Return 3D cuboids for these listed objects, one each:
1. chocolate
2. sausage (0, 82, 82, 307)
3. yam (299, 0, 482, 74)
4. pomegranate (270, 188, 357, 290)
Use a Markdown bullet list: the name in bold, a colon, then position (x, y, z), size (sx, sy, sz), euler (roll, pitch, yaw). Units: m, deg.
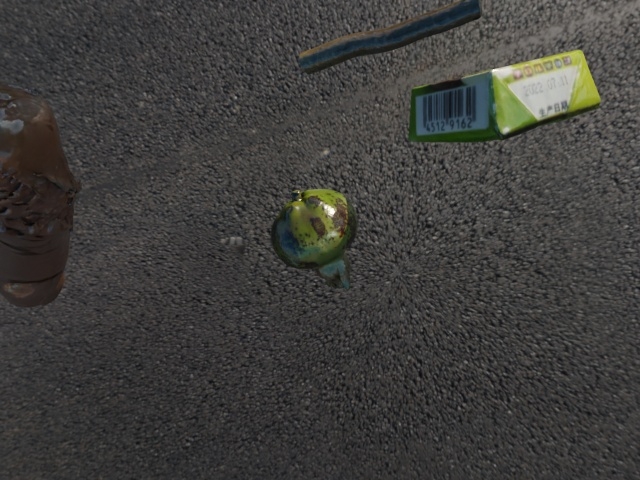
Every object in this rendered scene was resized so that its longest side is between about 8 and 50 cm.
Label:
- **chocolate**: position (0.385, -0.310, 1.037), size (0.289, 0.301, 0.137), euler (-19, 108, -21)
- **sausage**: position (-0.232, -0.013, 0.367), size (0.078, 0.304, 0.078), euler (11, 65, -24)
- **yam**: position (0.109, -0.348, 0.806), size (0.327, 0.045, 0.045), euler (-5, 63, 32)
- **pomegranate**: position (-0.002, 0.005, 1.200), size (0.222, 0.204, 0.276), euler (-21, 82, 14)
